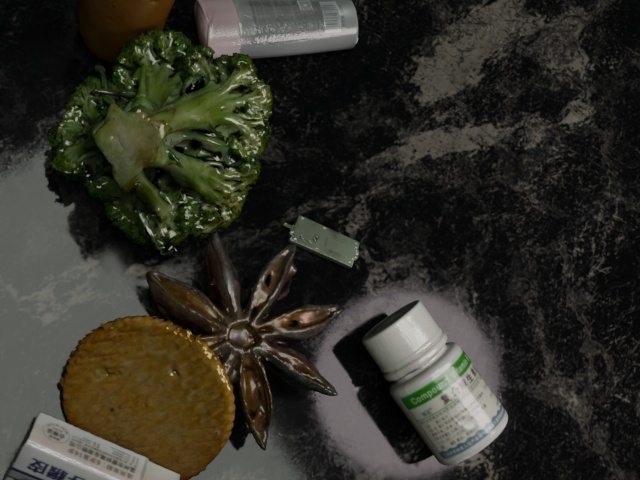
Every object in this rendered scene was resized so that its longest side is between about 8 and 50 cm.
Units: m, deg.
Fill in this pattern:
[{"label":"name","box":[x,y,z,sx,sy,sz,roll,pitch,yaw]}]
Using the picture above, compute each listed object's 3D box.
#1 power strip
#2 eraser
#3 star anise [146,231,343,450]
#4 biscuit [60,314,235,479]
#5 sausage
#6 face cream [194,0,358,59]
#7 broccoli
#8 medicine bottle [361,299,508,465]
[{"label":"power strip","box":[0.000,0.000,1.413,0.136,0.019,0.051,23,72,-14]},{"label":"eraser","box":[-0.310,0.327,1.163,0.210,0.124,0.068,27,29,-13]},{"label":"star anise","box":[-0.120,0.146,1.283,0.331,0.117,0.332,2,82,-14]},{"label":"biscuit","box":[-0.238,0.222,1.193,0.254,0.035,0.254,2,102,11]},{"label":"sausage","box":[-0.269,-0.358,1.216,0.134,0.354,0.116,33,69,-8]},{"label":"face cream","box":[-0.072,-0.359,1.443,0.269,0.073,0.107,-8,75,-22]},{"label":"broccoli","box":[-0.231,-0.148,1.219,0.303,0.283,0.321,29,98,2]},{"label":"medicine bottle","box":[0.177,0.220,1.364,0.139,0.139,0.237,-34,90,-24]}]
